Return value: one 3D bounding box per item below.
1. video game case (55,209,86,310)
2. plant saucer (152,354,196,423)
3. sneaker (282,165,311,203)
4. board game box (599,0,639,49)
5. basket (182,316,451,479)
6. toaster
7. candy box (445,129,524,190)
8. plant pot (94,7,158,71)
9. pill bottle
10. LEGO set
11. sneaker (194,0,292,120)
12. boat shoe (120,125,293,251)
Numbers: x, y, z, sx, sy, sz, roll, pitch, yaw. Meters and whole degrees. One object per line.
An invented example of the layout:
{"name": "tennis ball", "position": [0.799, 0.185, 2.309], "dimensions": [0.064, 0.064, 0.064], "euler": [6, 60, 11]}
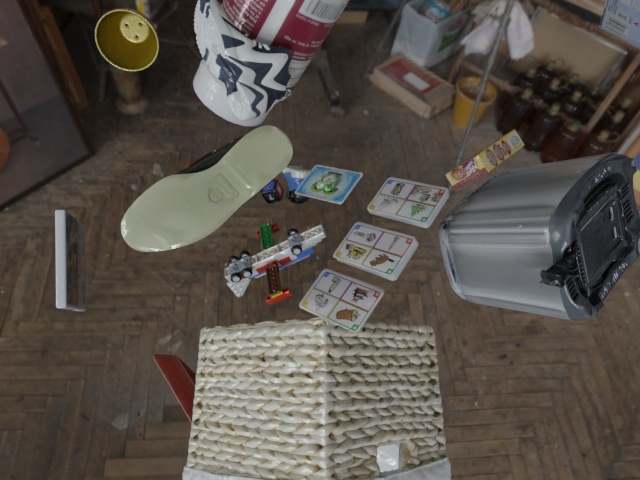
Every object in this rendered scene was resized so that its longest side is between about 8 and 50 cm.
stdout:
{"name": "video game case", "position": [-0.541, 0.050, 1.145], "dimensions": [0.023, 0.183, 0.201], "euler": [-3, 81, -13]}
{"name": "plant saucer", "position": [-0.282, 0.404, 1.286], "dimensions": [0.047, 0.258, 0.259], "euler": [-38, 52, -13]}
{"name": "sneaker", "position": [-0.061, -0.131, 1.240], "dimensions": [0.058, 0.085, 0.152], "euler": [-2, 15, -22]}
{"name": "board game box", "position": [0.461, -0.227, 0.543], "dimensions": [0.318, 0.066, 0.318], "euler": [40, 15, 17]}
{"name": "basket", "position": [-0.002, 0.276, 0.886], "dimensions": [0.328, 0.331, 0.267], "euler": [14, 71, -46]}
{"name": "toaster", "position": [0.229, -0.003, 0.555], "dimensions": [0.227, 0.129, 0.146], "euler": [-34, 22, -36]}
{"name": "candy box", "position": [0.401, -0.197, 1.281], "dimensions": [0.186, 0.109, 0.053], "euler": [-35, 92, -37]}
{"name": "plant pot", "position": [-0.429, -0.466, 1.196], "dimensions": [0.134, 0.134, 0.095], "euler": [1, 38, -8]}
{"name": "pill bottle", "position": [-0.110, -0.454, 1.133], "dimensions": [0.224, 0.392, 0.224], "euler": [25, 38, -21]}
{"name": "LEGO set", "position": [0.000, 0.000, 0.591], "dimensions": [0.244, 0.060, 0.182], "euler": [17, 62, 39]}
{"name": "sneaker", "position": [-0.133, -0.361, 1.015], "dimensions": [0.153, 0.094, 0.235], "euler": [-30, 92, -35]}
{"name": "boat shoe", "position": [-0.079, -0.035, 0.379], "dimensions": [0.133, 0.042, 0.049], "euler": [-36, 100, -11]}
